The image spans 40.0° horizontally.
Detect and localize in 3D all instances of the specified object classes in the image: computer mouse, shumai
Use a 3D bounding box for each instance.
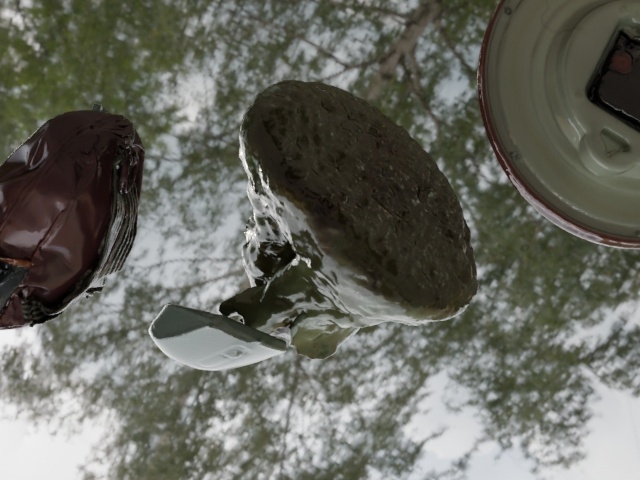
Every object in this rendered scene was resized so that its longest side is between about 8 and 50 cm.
[{"bbox_3d":[-0.148,0.138,1.196,0.128,0.079,0.231,23,167,-31],"label":"computer mouse"},{"bbox_3d":[0.000,0.000,1.241,0.397,0.323,0.324,48,-142,3],"label":"shumai"}]

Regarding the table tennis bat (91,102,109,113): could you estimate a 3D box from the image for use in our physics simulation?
[{"bbox_3d":[-0.440,-0.206,1.721,0.040,0.152,0.244,9,-154,-12],"label":"table tennis bat"}]

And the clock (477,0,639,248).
[{"bbox_3d":[0.310,-0.150,0.883,0.319,0.318,0.080,22,168,-8],"label":"clock"}]

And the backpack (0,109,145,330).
[{"bbox_3d":[-0.350,-0.034,1.208,0.197,0.317,0.283,39,-164,4],"label":"backpack"}]
